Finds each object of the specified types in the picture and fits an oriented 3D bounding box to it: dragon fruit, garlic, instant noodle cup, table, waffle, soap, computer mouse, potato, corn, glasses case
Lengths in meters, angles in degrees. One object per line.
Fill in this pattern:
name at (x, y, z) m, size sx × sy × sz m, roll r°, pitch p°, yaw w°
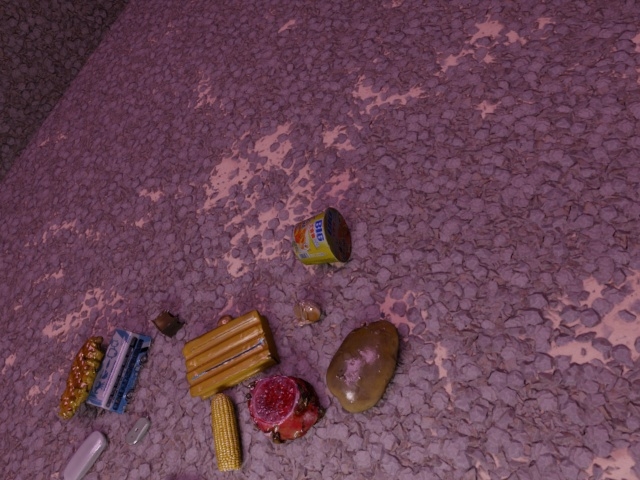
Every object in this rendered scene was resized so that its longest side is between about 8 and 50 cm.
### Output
dragon fruit at (-0.134, 0.522, 1.519) m, size 0.283 × 0.147 × 0.210 m, roll 1°, pitch 66°, yaw 23°
garlic at (-0.046, 0.238, 1.670) m, size 0.113 × 0.094 × 0.074 m, roll -4°, pitch 23°, yaw 29°
instant noodle cup at (0.000, 0.000, 1.710) m, size 0.153 × 0.205 × 0.204 m, roll -17°, pitch 58°, yaw 26°
table at (-0.583, 0.316, 1.868) m, size 0.082 × 0.083 × 0.070 m, roll -44°, pitch 58°, yaw -10°
waffle at (-0.906, 0.508, 1.835) m, size 0.302 × 0.068 × 0.324 m, roll -45°, pitch 36°, yaw 33°
soap at (-0.314, 0.398, 1.694) m, size 0.325 × 0.096 × 0.204 m, roll -27°, pitch 57°, yaw 9°
computer mouse at (-0.648, 0.681, 1.737) m, size 0.056 × 0.032 × 0.110 m, roll 20°, pitch 64°, yaw 30°
potato at (0.134, 0.374, 1.481) m, size 0.192 × 0.141 × 0.296 m, roll 25°, pitch 74°, yaw 29°
corn at (-0.311, 0.626, 1.582) m, size 0.081 × 0.081 × 0.248 m, roll -24°, pitch 57°, yaw 11°
potato at (-0.349, 0.301, 1.775) m, size 0.063 × 0.083 × 0.068 m, roll 17°, pitch 70°, yaw 4°
glasses case at (-0.856, 0.788, 1.762) m, size 0.076 × 0.049 × 0.197 m, roll 29°, pitch 79°, yaw 32°

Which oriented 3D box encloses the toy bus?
toy bus at (-0.753, 0.488, 1.823) m, size 0.106 × 0.131 × 0.297 m, roll 5°, pitch 67°, yaw 25°
